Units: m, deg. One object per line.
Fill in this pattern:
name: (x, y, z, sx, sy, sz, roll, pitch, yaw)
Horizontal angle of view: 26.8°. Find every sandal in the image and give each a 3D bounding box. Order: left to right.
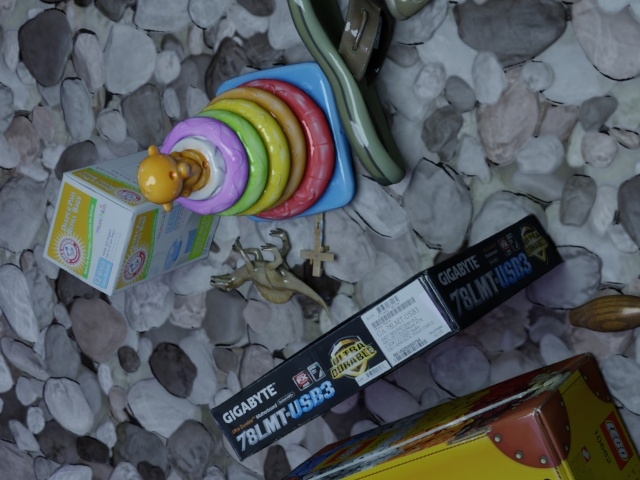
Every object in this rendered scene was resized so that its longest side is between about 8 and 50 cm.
sandal: (0.042, -0.209, 1.450, 0.086, 0.120, 0.302, -21, 99, 19)

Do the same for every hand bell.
hand bell: (0.359, 0.067, 1.358, 0.242, 0.126, 0.126, -9, 98, 43)

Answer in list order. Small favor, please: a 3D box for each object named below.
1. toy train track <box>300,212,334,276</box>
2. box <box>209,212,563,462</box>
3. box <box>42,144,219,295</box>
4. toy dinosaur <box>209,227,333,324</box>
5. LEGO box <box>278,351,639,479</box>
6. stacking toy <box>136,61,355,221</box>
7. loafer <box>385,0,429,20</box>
toy train track: (0.000, 0.000, 1.572, 0.048, 0.014, 0.083, 8, 100, 34)
box: (0.073, 0.095, 1.391, 0.293, 0.295, 0.073, -33, 85, 31)
box: (-0.212, -0.027, 1.569, 0.103, 0.203, 0.114, 28, 114, 20)
toy dinosaur: (-0.051, 0.038, 1.597, 0.183, 0.053, 0.092, 12, 123, 34)
LEGO box: (0.209, 0.428, 1.455, 0.372, 0.193, 0.500, -24, 90, 31)
stacking toy: (-0.105, -0.083, 1.441, 0.166, 0.302, 0.175, -9, 98, 30)
loafer: (0.083, -0.310, 1.431, 0.050, 0.056, 0.148, -12, 106, 30)
